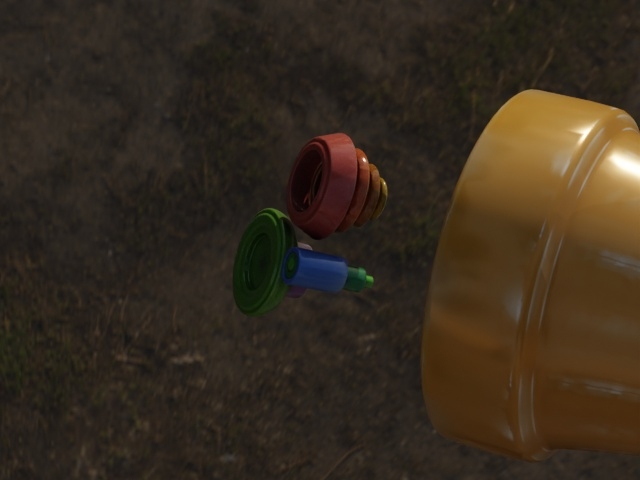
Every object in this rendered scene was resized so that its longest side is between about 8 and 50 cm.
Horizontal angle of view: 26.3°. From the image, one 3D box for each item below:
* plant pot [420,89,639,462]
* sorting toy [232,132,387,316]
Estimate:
[{"bbox_3d":[0.181,0.036,0.744,0.188,0.205,0.205,14,60,25],"label":"plant pot"},{"bbox_3d":[0.000,0.000,0.626,0.042,0.102,0.061,14,40,-28],"label":"sorting toy"}]
